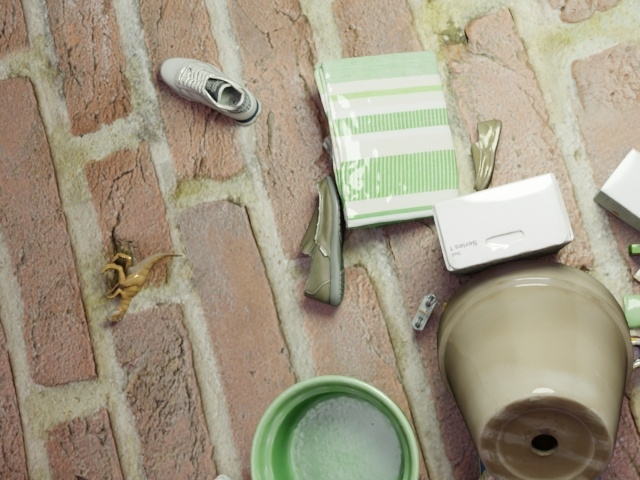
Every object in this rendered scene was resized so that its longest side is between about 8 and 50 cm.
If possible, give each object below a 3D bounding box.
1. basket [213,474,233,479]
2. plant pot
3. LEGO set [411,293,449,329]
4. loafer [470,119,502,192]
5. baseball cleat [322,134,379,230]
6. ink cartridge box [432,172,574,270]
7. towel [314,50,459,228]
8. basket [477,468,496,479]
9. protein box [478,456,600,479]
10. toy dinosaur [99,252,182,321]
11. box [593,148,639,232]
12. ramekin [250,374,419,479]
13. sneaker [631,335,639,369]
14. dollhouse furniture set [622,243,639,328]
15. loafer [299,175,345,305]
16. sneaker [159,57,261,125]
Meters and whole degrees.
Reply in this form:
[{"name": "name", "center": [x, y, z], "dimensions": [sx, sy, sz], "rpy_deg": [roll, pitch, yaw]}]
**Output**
[{"name": "basket", "center": [-0.169, 0.640, 1.422], "dimensions": [0.266, 0.331, 0.329], "rpy_deg": [22, 90, 11]}, {"name": "plant pot", "center": [0.341, 0.235, 1.275], "dimensions": [0.323, 0.280, 0.323], "rpy_deg": [4, 117, 8]}, {"name": "LEGO set", "center": [0.318, 0.172, 1.491], "dimensions": [0.287, 0.107, 0.132], "rpy_deg": [35, 128, 9]}, {"name": "loafer", "center": [0.305, -0.158, 1.528], "dimensions": [0.050, 0.056, 0.148], "rpy_deg": [12, 78, 14]}, {"name": "baseball cleat", "center": [0.087, -0.126, 1.564], "dimensions": [0.109, 0.072, 0.206], "rpy_deg": [-28, 89, -6]}, {"name": "ink cartridge box", "center": [0.309, -0.018, 1.398], "dimensions": [0.201, 0.278, 0.117], "rpy_deg": [-15, 82, 10]}, {"name": "towel", "center": [0.131, -0.193, 1.537], "dimensions": [0.247, 0.038, 0.325], "rpy_deg": [-8, 81, -13]}, {"name": "basket", "center": [0.283, 0.431, 1.284], "dimensions": [0.113, 0.167, 0.103], "rpy_deg": [36, 90, 14]}, {"name": "protein box", "center": [0.383, 0.455, 1.413], "dimensions": [0.199, 0.136, 0.201], "rpy_deg": [-5, 84, 12]}, {"name": "toy dinosaur", "center": [-0.380, 0.069, 1.664], "dimensions": [0.112, 0.064, 0.211], "rpy_deg": [37, 103, -5]}, {"name": "box", "center": [0.579, -0.066, 1.418], "dimensions": [0.170, 0.130, 0.091], "rpy_deg": [39, 95, 12]}, {"name": "ramekin", "center": [0.037, 0.397, 1.484], "dimensions": [0.303, 0.148, 0.304], "rpy_deg": [-2, 83, 12]}, {"name": "sneaker", "center": [0.496, 0.211, 1.436], "dimensions": [0.185, 0.084, 0.070], "rpy_deg": [-22, 81, 9]}, {"name": "dollhouse furniture set", "center": [0.577, 0.083, 1.442], "dimensions": [0.076, 0.058, 0.152], "rpy_deg": [-3, 84, 13]}, {"name": "loafer", "center": [0.000, 0.000, 1.559], "dimensions": [0.087, 0.094, 0.251], "rpy_deg": [-1, 85, 8]}, {"name": "sneaker", "center": [-0.230, -0.315, 1.639], "dimensions": [0.235, 0.095, 0.090], "rpy_deg": [26, 93, 15]}]
